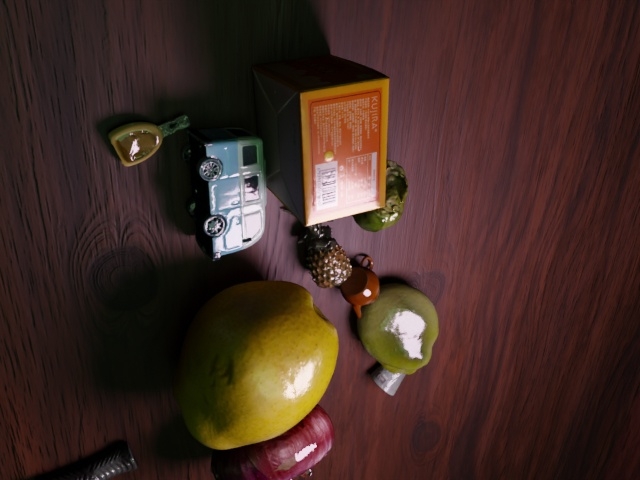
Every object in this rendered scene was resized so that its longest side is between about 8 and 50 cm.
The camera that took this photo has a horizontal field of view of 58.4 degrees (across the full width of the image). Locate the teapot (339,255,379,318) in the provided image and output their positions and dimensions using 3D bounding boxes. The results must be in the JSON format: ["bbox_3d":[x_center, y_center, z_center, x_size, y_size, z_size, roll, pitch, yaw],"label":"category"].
[{"bbox_3d":[0.117,0.127,1.583,0.116,0.116,0.173,30,67,-37],"label":"teapot"}]

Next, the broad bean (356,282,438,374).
[{"bbox_3d":[0.232,0.257,1.677,0.238,0.119,0.291,-29,106,1],"label":"broad bean"}]

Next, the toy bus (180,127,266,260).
[{"bbox_3d":[-0.203,-0.108,1.261,0.165,0.133,0.271,-13,119,-27],"label":"toy bus"}]

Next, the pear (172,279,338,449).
[{"bbox_3d":[-0.158,0.288,1.371,0.418,0.362,0.362,-43,128,2],"label":"pear"}]

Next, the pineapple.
[{"bbox_3d":[0.000,0.000,1.457,0.125,0.125,0.251,-29,116,-12],"label":"pineapple"}]

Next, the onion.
[{"bbox_3d":[-0.143,0.516,1.547,0.348,0.347,0.285,-26,91,-14],"label":"onion"}]

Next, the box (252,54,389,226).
[{"bbox_3d":[0.002,-0.225,1.228,0.214,0.259,0.283,-13,122,-21],"label":"box"}]

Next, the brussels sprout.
[{"bbox_3d":[0.145,-0.108,1.447,0.131,0.145,0.183,11,68,-7],"label":"brussels sprout"}]

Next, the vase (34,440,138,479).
[{"bbox_3d":[-0.593,0.605,1.463,0.237,0.115,0.115,-23,124,-21],"label":"vase"}]

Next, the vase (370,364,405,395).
[{"bbox_3d":[0.259,0.371,1.801,0.096,0.096,0.219,37,92,-37],"label":"vase"}]

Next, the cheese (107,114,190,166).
[{"bbox_3d":[-0.347,-0.217,1.182,0.162,0.036,0.086,-27,127,-13],"label":"cheese"}]
